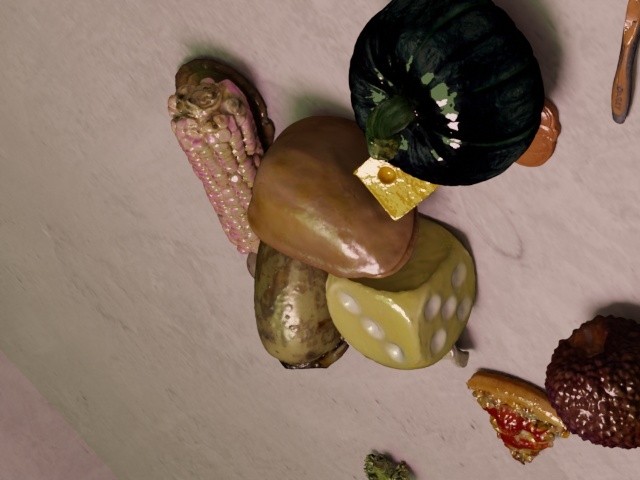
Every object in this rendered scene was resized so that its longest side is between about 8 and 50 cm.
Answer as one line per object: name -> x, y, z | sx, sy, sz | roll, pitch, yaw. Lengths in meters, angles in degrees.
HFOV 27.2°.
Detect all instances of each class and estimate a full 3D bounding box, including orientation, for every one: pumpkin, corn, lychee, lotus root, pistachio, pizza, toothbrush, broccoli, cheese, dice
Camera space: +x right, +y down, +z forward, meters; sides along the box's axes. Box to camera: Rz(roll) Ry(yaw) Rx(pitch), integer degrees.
pumpkin -> 0.129, -0.169, 1.575 | 0.248, 0.248, 0.248 | 29, 146, 22
corn -> -0.134, -0.111, 2.040 | 0.126, 0.127, 0.335 | 21, 150, 31
lychee -> 0.397, 0.200, 1.784 | 0.188, 0.188, 0.188 | 29, 146, 22
lotus root -> -0.026, 0.047, 2.038 | 0.173, 0.173, 0.309 | 14, 103, 39
pistachio -> 0.028, -0.060, 1.875 | 0.260, 0.213, 0.163 | 27, -176, 18
pizza -> 0.319, 0.303, 2.117 | 0.188, 0.062, 0.199 | 21, 144, 35
toothbrush -> 0.344, -0.243, 1.452 | 0.023, 0.031, 0.321 | 36, 153, 29
broccoli -> 0.124, 0.438, 2.489 | 0.095, 0.097, 0.092 | -11, 132, 17
cheese -> 0.148, -0.125, 1.765 | 0.093, 0.126, 0.171 | 48, 132, 0
dice -> 0.120, 0.075, 1.956 | 0.166, 0.169, 0.169 | 21, 143, 32

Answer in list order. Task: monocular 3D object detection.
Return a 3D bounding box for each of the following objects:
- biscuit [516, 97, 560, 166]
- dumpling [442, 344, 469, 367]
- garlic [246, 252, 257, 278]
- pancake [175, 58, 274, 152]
biscuit -> 0.255, -0.146, 1.678 | 0.102, 0.019, 0.130 | 27, 145, 23
dumpling -> 0.155, 0.152, 2.103 | 0.169, 0.100, 0.134 | 1, 170, 20
garlic -> -0.044, 0.063, 2.196 | 0.159, 0.102, 0.147 | 43, 165, 23
pancake -> -0.151, -0.204, 2.065 | 0.199, 0.021, 0.199 | 28, 147, 21
